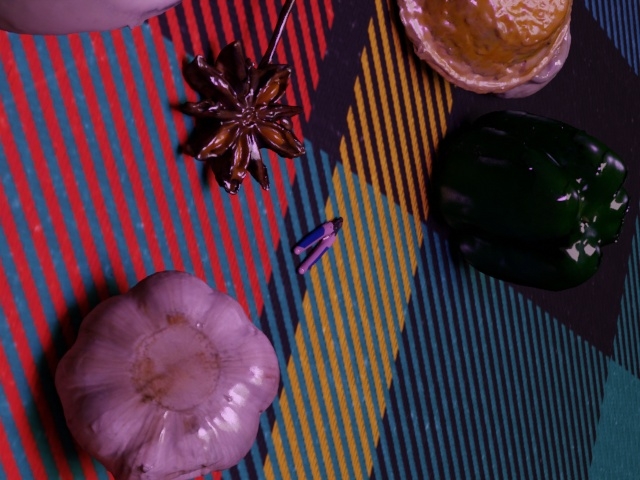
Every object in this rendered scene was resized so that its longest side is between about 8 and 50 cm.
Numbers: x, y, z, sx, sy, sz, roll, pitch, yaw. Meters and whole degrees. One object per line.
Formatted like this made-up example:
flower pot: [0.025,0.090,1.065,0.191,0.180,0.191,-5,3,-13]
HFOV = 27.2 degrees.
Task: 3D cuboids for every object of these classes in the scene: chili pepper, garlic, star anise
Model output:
chili pepper: [0.308,-0.062,1.906,0.233,0.257,0.248,-54,130,-16]
garlic: [-0.157,0.154,1.328,0.212,0.218,0.218,118,-9,-70]
star anise: [-0.067,-0.156,1.471,0.234,0.073,0.177,-40,121,-27]

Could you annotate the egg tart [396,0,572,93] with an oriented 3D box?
egg tart: [0.244,-0.355,1.801,0.319,0.128,0.319,-4,99,-28]

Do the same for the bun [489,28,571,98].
bun: [0.306,-0.318,1.989,0.231,0.133,0.231,-19,112,-55]

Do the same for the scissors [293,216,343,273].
scissors: [0.000,0.000,1.663,0.113,0.012,0.039,-44,130,-46]

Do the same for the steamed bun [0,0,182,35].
steamed bun: [-0.217,-0.331,1.080,0.334,0.233,0.312,-34,121,-61]
